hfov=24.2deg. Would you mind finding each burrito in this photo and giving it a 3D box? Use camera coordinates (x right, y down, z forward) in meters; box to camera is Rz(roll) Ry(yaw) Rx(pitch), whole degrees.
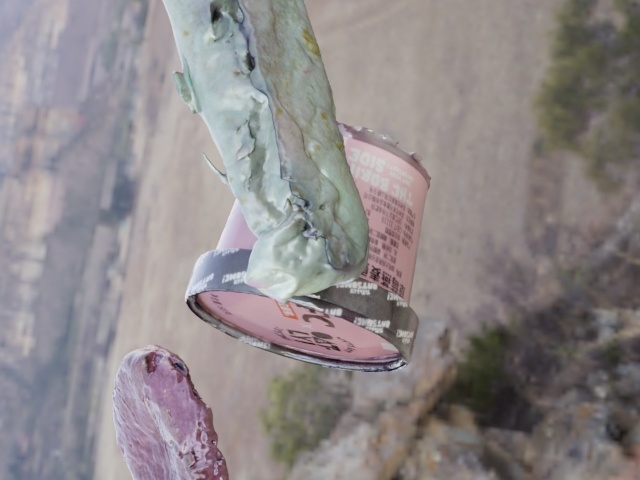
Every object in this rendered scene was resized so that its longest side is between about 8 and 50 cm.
[{"bbox_3d":[-0.041,-0.114,0.857,0.066,0.096,0.309,-30,71,43],"label":"burrito"}]

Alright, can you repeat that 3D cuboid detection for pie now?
[{"bbox_3d":[-0.114,0.152,1.114,0.153,0.038,0.153,37,135,51],"label":"pie"}]

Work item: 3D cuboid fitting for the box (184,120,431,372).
[{"bbox_3d":[0.000,0.000,0.978,0.151,0.151,0.135,135,151,-69],"label":"box"}]
